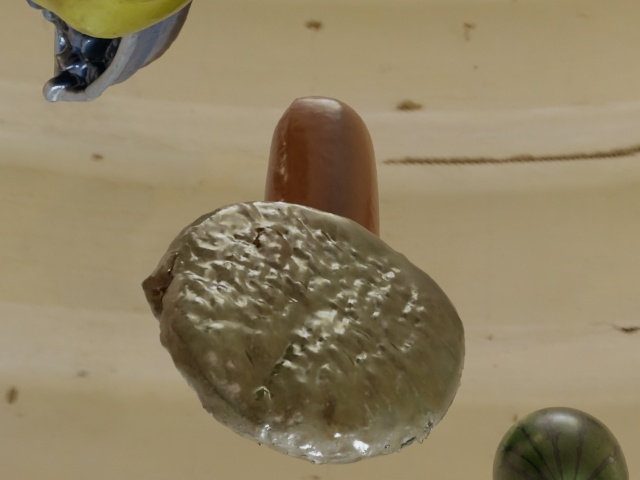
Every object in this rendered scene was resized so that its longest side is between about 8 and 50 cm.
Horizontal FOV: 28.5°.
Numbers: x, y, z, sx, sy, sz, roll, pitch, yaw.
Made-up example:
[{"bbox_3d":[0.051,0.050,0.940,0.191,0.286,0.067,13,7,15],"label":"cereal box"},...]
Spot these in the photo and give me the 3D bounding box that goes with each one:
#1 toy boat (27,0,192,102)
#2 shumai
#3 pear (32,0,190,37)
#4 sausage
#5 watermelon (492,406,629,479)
[{"bbox_3d":[-0.187,-0.211,1.027,0.129,0.142,0.309,61,-32,20],"label":"toy boat"},{"bbox_3d":[-0.020,0.069,0.769,0.120,0.201,0.201,117,-34,-40],"label":"shumai"},{"bbox_3d":[-0.130,-0.228,0.754,0.200,0.200,0.200,-25,-123,45],"label":"pear"},{"bbox_3d":[0.000,0.000,1.041,0.105,0.105,0.274,-32,-134,42],"label":"sausage"},{"bbox_3d":[0.170,0.165,0.887,0.109,0.109,0.109,-25,-123,45],"label":"watermelon"}]
